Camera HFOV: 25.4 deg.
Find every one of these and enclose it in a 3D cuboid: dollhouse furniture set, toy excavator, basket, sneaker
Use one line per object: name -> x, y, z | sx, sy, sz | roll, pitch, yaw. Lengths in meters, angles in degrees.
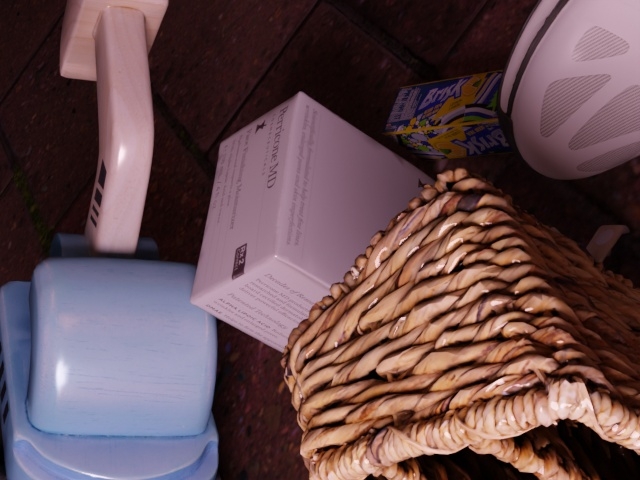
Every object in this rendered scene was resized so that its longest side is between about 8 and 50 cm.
dollhouse furniture set -> 0.181, 0.006, 1.108 | 0.081, 0.091, 0.114 | -53, 25, -21
toy excavator -> -0.188, 0.030, 1.291 | 0.433, 0.222, 0.445 | -112, 34, -51
basket -> 0.136, 0.143, 0.828 | 0.213, 0.299, 0.223 | -47, 33, 18
sneaker -> 0.316, -0.146, 0.953 | 0.447, 0.169, 0.257 | -39, 34, 24

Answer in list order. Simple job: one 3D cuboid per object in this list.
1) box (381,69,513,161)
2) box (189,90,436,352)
box -> 0.136, -0.112, 1.277 | 0.169, 0.059, 0.054 | -1, 64, 54
box -> 0.000, 0.000, 1.253 | 0.119, 0.182, 0.181 | -28, 42, 40
